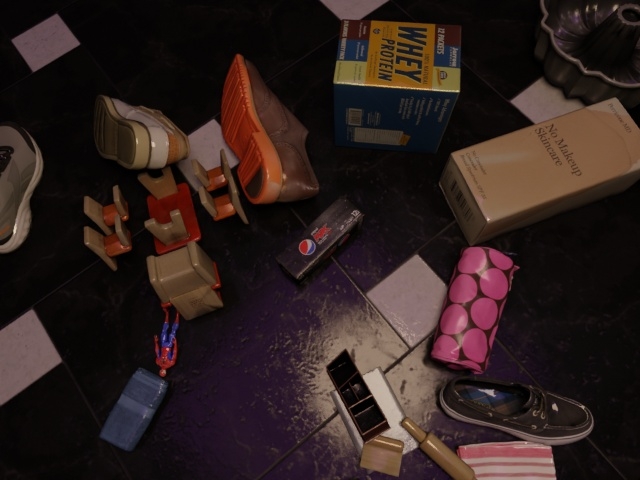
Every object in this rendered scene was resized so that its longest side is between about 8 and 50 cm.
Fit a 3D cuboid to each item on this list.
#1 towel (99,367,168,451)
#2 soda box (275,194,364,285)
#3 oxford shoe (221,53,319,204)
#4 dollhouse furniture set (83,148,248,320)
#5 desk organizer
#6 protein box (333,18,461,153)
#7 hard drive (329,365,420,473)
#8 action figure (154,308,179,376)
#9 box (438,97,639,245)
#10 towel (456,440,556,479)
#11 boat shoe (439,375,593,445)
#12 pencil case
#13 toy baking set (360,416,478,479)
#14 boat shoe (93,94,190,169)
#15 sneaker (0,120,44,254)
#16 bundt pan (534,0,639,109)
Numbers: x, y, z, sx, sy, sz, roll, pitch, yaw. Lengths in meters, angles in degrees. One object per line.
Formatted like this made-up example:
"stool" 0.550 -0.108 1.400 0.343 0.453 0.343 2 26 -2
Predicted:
"towel" -0.304 0.278 0.760 0.067 0.029 0.119 24 73 11
"soda box" 0.000 0.000 0.829 0.169 0.053 0.060 -43 73 -12
"oxford shoe" -0.105 -0.217 0.899 0.133 0.130 0.363 0 59 -32
"dollhouse furniture set" -0.254 -0.005 0.818 0.262 0.135 0.259 -20 54 -4
"desk organizer" 0.054 0.236 0.710 0.047 0.050 0.130 -28 54 -7
"protein box" 0.131 -0.271 0.841 0.201 0.199 0.135 5 71 5
"hard drive" 0.086 0.284 0.739 0.094 0.022 0.135 -26 71 -6
"action figure" -0.265 0.175 0.796 0.038 0.030 0.115 1 72 -2
"box" 0.389 -0.119 0.814 0.311 0.121 0.147 -21 70 -4
"towel" 0.288 0.405 0.682 0.144 0.029 0.196 -4 70 2
"boat shoe" 0.302 0.248 0.704 0.229 0.076 0.080 11 50 10
"pencil case" 0.254 0.114 0.759 0.098 0.095 0.209 26 75 -10
"toy baking set" 0.151 0.398 0.680 0.256 0.030 0.196 36 85 13
"boat shoe" -0.346 -0.198 0.869 0.103 0.113 0.302 -5 29 -39
"sneaker" -0.607 -0.115 0.877 0.101 0.108 0.271 -9 69 2
"bundt pan" 0.576 -0.396 0.902 0.331 0.124 0.330 -1 71 3
